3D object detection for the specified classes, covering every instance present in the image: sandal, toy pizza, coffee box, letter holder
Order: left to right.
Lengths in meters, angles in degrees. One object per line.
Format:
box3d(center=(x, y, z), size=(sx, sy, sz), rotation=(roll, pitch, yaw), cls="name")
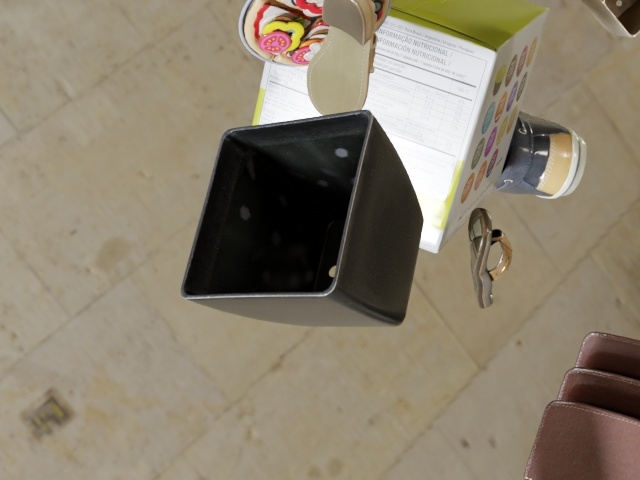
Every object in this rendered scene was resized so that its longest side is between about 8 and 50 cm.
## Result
box3d(center=(-0.004, -0.281, 1.423), size=(0.201, 0.032, 0.201), rotation=(-13, 151, -7), cls="toy pizza")
box3d(center=(0.044, -0.239, 1.363), size=(0.079, 0.088, 0.240), rotation=(-48, 165, -25), cls="sandal")
box3d(center=(0.123, -0.233, 1.764), size=(0.337, 0.338, 0.334), rotation=(-42, 149, -58), cls="coffee box")
box3d(center=(0.247, 0.027, 1.617), size=(0.060, 0.219, 0.090), rotation=(-7, -127, 6), cls="sandal")
box3d(center=(0.459, 0.263, 1.495), size=(0.152, 0.302, 0.214), rotation=(-5, 113, -66), cls="letter holder")

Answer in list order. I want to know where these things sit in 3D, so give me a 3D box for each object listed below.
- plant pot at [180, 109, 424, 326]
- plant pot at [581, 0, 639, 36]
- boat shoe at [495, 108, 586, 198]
box3d(center=(0.000, 0.000, 1.121), size=(0.188, 0.167, 0.187), rotation=(-3, -116, 36), cls="plant pot")
box3d(center=(0.372, -0.319, 1.382), size=(0.109, 0.109, 0.096), rotation=(-42, -174, -3), cls="plant pot")
box3d(center=(0.319, -0.184, 2.172), size=(0.500, 0.156, 0.187), rotation=(-150, -111, -67), cls="boat shoe")
